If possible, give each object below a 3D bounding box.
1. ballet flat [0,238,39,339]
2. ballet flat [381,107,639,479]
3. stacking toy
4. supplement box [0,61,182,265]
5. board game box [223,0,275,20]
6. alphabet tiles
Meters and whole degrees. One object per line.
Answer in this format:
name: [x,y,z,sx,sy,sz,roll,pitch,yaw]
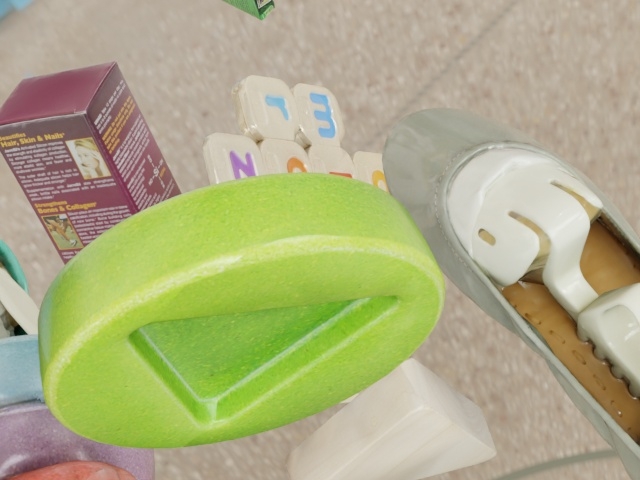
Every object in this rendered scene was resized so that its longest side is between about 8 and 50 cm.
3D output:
ballet flat: [-0.169,0.097,0.825,0.087,0.083,0.247,-38,57,28]
ballet flat: [0.102,0.017,0.593,0.072,0.068,0.213,-34,70,-14]
stacking toy: [-0.094,0.035,0.591,0.279,0.309,0.130,-22,62,5]
supplement box: [-0.200,-0.056,1.421,0.104,0.188,0.081,-7,36,25]
board game box: [-0.131,-0.345,1.629,0.136,0.259,0.030,29,66,29]
alphabet tiles: [0.000,0.000,1.351,0.021,0.278,0.284,-21,78,32]
